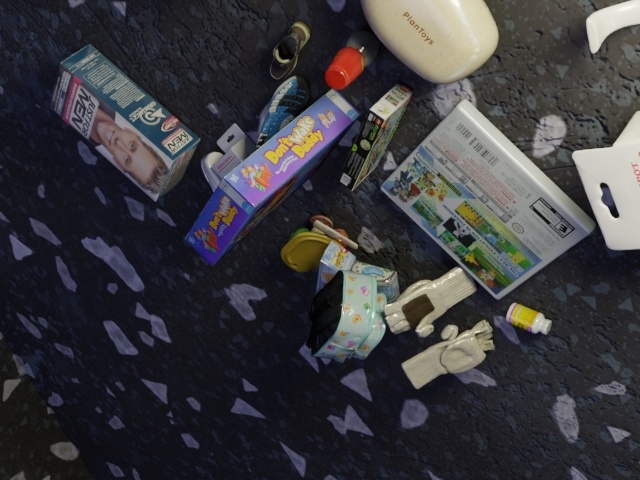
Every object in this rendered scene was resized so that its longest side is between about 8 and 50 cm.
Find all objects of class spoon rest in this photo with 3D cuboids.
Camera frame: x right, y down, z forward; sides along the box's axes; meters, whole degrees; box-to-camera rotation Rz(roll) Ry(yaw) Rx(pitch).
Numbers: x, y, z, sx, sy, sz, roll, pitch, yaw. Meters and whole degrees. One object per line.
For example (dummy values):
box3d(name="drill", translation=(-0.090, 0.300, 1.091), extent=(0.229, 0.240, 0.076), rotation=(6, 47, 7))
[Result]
box3d(name="spoon rest", translation=(0.529, -0.324, 1.453), extent=(0.276, 0.084, 0.137), rotation=(0, 126, 26))

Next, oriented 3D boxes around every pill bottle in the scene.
box3d(name="pill bottle", translation=(0.413, 0.157, 2.002), extent=(0.083, 0.043, 0.043), rotation=(22, 137, 26))

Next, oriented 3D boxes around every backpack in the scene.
box3d(name="backpack", translation=(0.059, 0.153, 2.078), extent=(0.144, 0.166, 0.188), rotation=(12, 147, -9))

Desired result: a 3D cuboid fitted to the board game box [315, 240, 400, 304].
box3d(name="board game box", translation=(0.070, 0.092, 2.187), extent=(0.194, 0.060, 0.194), rotation=(15, 147, 21))

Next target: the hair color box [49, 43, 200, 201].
box3d(name="hair color box", translation=(-0.459, -0.272, 2.350), extent=(0.347, 0.105, 0.174), rotation=(40, 142, 5))

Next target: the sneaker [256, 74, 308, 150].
box3d(name="sneaker", translation=(-0.088, -0.267, 2.056), extent=(0.071, 0.083, 0.191), rotation=(12, 130, -28))

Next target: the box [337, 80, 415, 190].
box3d(name="box", translation=(0.103, -0.195, 1.906), extent=(0.036, 0.114, 0.207), rotation=(37, 142, 10))

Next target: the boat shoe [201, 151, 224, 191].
box3d(name="boat shoe", translation=(-0.215, -0.116, 2.309), extent=(0.184, 0.066, 0.063), rotation=(54, 155, -15))

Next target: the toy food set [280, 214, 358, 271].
box3d(name="toy food set", translation=(0.000, 0.000, 2.223), extent=(0.128, 0.071, 0.218), rotation=(27, 147, -16))

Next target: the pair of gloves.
box3d(name="pair of gloves", translation=(0.247, 0.184, 2.072), extent=(0.042, 0.204, 0.240), rotation=(-117, 4, -63))

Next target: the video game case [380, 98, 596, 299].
box3d(name="video game case", translation=(0.305, -0.067, 1.905), extent=(0.329, 0.036, 0.300), rotation=(44, 142, 0))

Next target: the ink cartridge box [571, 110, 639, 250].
box3d(name="ink cartridge box", translation=(0.590, -0.103, 1.546), extent=(0.353, 0.119, 0.207), rotation=(-5, 121, 43))

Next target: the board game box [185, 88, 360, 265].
box3d(name="board game box", translation=(-0.091, -0.125, 1.956), extent=(0.078, 0.347, 0.233), rotation=(44, 141, 2))

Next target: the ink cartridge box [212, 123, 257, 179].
box3d(name="ink cartridge box", translation=(-0.167, -0.156, 2.227), extent=(0.180, 0.060, 0.104), rotation=(48, 142, -4))

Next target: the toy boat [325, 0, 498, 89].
box3d(name="toy boat", translation=(0.136, -0.368, 1.719), extent=(0.318, 0.148, 0.267), rotation=(-28, 109, 43))

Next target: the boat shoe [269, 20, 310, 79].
box3d(name="boat shoe", translation=(-0.070, -0.363, 1.962), extent=(0.056, 0.049, 0.152), rotation=(40, 142, 5))
